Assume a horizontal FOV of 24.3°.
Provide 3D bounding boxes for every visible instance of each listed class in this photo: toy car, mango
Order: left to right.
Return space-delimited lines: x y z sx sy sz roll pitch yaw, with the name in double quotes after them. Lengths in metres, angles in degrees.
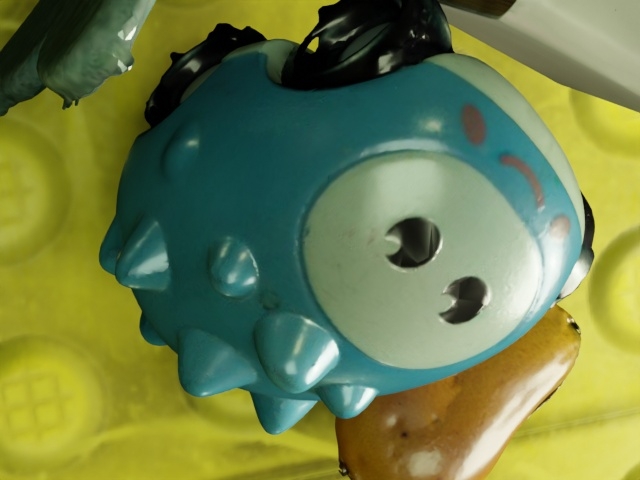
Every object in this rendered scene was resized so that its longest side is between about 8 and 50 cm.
0.000 0.000 0.743 0.188 0.255 0.190 49 53 -30 "toy car"
0.074 0.088 0.875 0.159 0.084 0.105 -42 92 -21 "mango"

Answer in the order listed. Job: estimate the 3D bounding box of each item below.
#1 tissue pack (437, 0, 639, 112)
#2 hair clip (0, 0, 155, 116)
0.144 -0.159 0.743 0.136 0.246 0.159 27 96 -18 "tissue pack"
-0.085 -0.240 0.639 0.392 0.318 0.238 -39 108 1 "hair clip"
